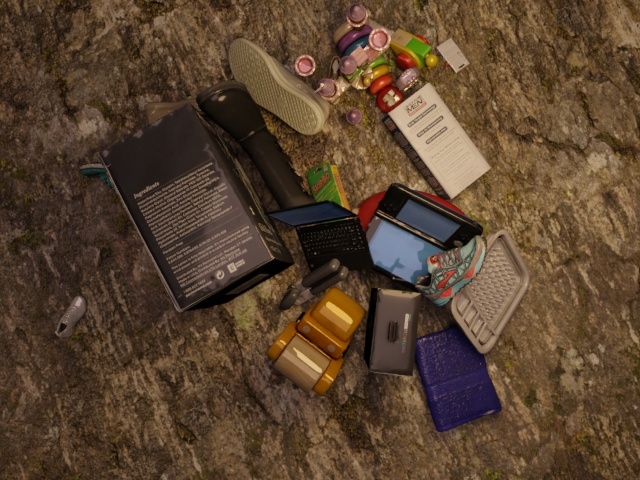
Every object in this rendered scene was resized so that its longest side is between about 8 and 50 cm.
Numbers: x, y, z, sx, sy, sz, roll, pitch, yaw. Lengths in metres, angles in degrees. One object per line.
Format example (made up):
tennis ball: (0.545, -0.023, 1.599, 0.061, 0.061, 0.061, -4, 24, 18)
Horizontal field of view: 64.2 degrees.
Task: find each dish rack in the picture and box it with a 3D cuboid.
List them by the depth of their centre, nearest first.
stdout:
dish rack: (0.521, 0.156, 1.607, 0.332, 0.072, 0.285, -51, 122, -17)

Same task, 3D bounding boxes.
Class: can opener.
can opener: (-0.030, 0.155, 1.617, 0.076, 0.283, 0.095, 43, 45, -13)

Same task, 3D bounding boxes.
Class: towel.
towel: (0.434, 0.439, 1.665, 0.228, 0.076, 0.308, -16, 84, -7)

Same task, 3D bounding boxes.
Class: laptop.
laptop: (0.000, 0.000, 1.520, 0.235, 0.136, 0.264, -8, 108, 33)

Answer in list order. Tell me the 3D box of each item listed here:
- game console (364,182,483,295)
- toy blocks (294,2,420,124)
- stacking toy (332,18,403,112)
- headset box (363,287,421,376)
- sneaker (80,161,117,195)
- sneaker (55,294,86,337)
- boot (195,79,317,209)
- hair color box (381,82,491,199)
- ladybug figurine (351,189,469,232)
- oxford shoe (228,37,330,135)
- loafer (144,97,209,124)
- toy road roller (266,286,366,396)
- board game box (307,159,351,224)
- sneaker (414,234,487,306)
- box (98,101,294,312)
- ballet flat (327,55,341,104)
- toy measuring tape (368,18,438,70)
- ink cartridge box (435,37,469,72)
game console: (0.278, 0.007, 1.496, 0.293, 0.250, 0.173, 27, 65, 2)
toy blocks: (0.114, -0.526, 1.565, 0.289, 0.260, 0.309, -41, 94, 11)
stacking toy: (0.172, -0.584, 1.737, 0.141, 0.141, 0.330, -28, 89, -1)
headset box: (0.218, 0.274, 1.575, 0.131, 0.283, 0.246, 7, 86, 2)
sneaker: (-0.689, -0.206, 1.736, 0.276, 0.107, 0.109, 12, 98, 5)
sneaker: (-0.838, 0.257, 1.714, 0.054, 0.061, 0.152, 22, 84, 5)
boot: (-0.181, -0.253, 1.601, 0.146, 0.367, 0.444, -28, 85, 15)
hair color box: (0.380, -0.321, 1.685, 0.174, 0.105, 0.347, -38, 96, -4)
ladybug figurine: (0.311, -0.018, 1.660, 0.450, 0.162, 0.304, 16, 86, 3)
oxford shoe: (-0.140, -0.525, 1.743, 0.449, 0.130, 0.169, 42, 132, 12)
loafer: (-0.472, -0.426, 1.753, 0.269, 0.102, 0.091, -1, 86, 11)
toy road roller: (0.006, 0.286, 1.561, 0.203, 0.329, 0.240, 36, 109, 5)
board game box: (0.034, -0.129, 1.703, 0.039, 0.124, 0.259, -15, 85, -42)
sneaker: (0.359, 0.078, 1.430, 0.125, 0.104, 0.261, 29, 123, -6)
box: (-0.332, -0.071, 1.517, 0.298, 0.480, 0.471, -31, 85, 1)
ballet flat: (0.046, -0.558, 1.770, 0.057, 0.052, 0.168, 2, 85, 1)
toy measuring tape: (0.272, -0.671, 1.769, 0.330, 0.121, 0.121, 38, 86, 27)
ink cartridge box: (0.460, -0.641, 1.780, 0.063, 0.029, 0.115, -35, 86, -2)
